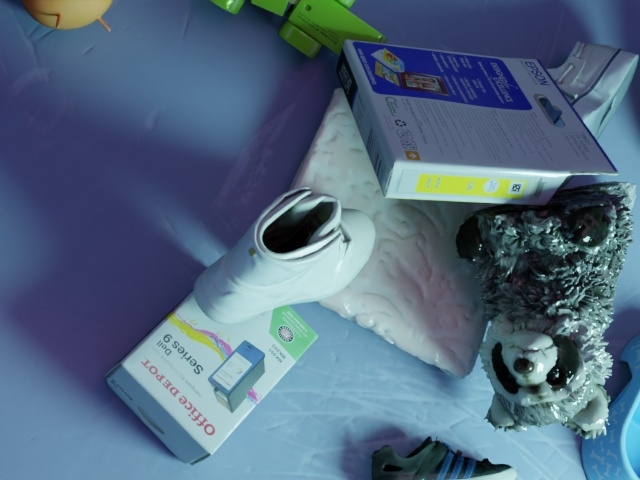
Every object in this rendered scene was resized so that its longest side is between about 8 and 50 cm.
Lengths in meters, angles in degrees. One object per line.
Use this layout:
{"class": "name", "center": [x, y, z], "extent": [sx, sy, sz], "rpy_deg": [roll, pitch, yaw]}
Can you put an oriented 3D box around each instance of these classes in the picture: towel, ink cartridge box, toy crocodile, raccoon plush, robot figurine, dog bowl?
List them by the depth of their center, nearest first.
{"class": "ink cartridge box", "center": [-0.132, 0.144, 1.359], "extent": [0.154, 0.093, 0.212], "rpy_deg": [46, 61, -2]}
{"class": "robot figurine", "center": [-0.341, -0.368, 1.444], "extent": [0.128, 0.158, 0.219], "rpy_deg": [-21, 79, -6]}
{"class": "ink cartridge box", "center": [0.200, -0.160, 1.503], "extent": [0.307, 0.072, 0.304], "rpy_deg": [5, 37, -17]}
{"class": "raccoon plush", "center": [0.368, 0.087, 1.531], "extent": [0.446, 0.216, 0.299], "rpy_deg": [-13, 98, -43]}
{"class": "towel", "center": [0.106, -0.014, 1.545], "extent": [0.332, 0.053, 0.317], "rpy_deg": [28, 61, -12]}
{"class": "toy crocodile", "center": [-0.060, -0.353, 1.579], "extent": [0.340, 0.105, 0.115], "rpy_deg": [28, 102, -14]}
{"class": "dog bowl", "center": [0.490, 0.254, 1.597], "extent": [0.166, 0.074, 0.297], "rpy_deg": [38, 61, -6]}

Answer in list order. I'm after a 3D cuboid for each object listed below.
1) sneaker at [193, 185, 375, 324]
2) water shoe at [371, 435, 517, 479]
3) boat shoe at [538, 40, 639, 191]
{"class": "sneaker", "center": [0.000, 0.000, 1.340], "extent": [0.292, 0.169, 0.108], "rpy_deg": [-26, 77, -45]}
{"class": "water shoe", "center": [0.163, 0.291, 1.443], "extent": [0.203, 0.073, 0.080], "rpy_deg": [-1, 69, -24]}
{"class": "boat shoe", "center": [0.348, -0.207, 1.668], "extent": [0.156, 0.136, 0.367], "rpy_deg": [24, 47, 18]}
